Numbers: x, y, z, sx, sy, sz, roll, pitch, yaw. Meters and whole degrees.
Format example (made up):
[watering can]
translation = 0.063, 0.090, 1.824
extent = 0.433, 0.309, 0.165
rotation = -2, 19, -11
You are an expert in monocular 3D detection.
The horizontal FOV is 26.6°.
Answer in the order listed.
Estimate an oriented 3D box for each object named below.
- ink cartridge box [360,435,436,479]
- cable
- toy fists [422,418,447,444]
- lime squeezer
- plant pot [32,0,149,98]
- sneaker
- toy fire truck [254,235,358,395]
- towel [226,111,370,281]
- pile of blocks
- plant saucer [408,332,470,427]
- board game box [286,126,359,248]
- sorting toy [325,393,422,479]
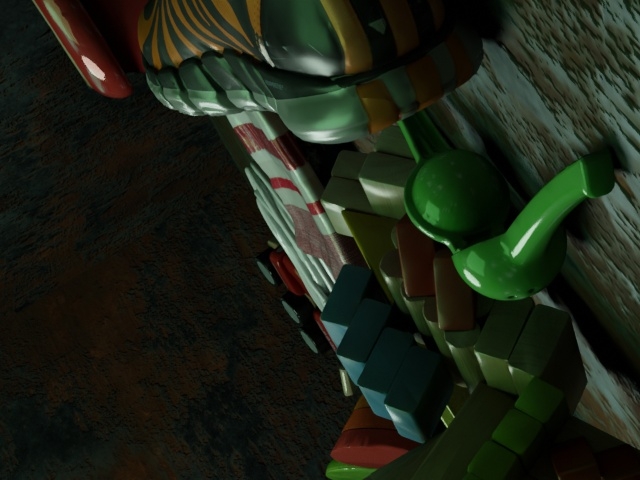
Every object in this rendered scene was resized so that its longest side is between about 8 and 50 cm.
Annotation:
[ink cartridge box]
translation = 0.073, 0.264, 1.178
extent = 0.131, 0.306, 0.226
rotation = 58, 177, 7
[cable]
translation = 0.000, 0.000, 1.696
extent = 0.257, 0.089, 0.257
rotation = 59, 177, -8
[toy fists]
translation = 0.188, 0.315, 1.805
extent = 0.279, 0.096, 0.142
rotation = 57, 164, 38
[lime squeezer]
translation = 0.070, -0.032, 0.681
extent = 0.110, 0.059, 0.310
rotation = 59, 177, -25
[plant pot]
translation = -0.134, -0.212, 1.016
extent = 0.191, 0.174, 0.191
rotation = 56, 175, 8
[sneaker]
translation = -0.039, -0.161, 0.676
extent = 0.321, 0.125, 0.180
rotation = 19, 138, 63
[toy fire truck]
translation = 0.021, 0.102, 1.974
extent = 0.217, 0.158, 0.246
rotation = 60, 164, -26
[towel]
translation = -0.062, -0.108, 1.321
extent = 0.329, 0.037, 0.237
rotation = 59, 175, -13
[pile of blocks]
translation = 0.072, 0.067, 0.756
extent = 0.362, 0.149, 0.112
rotation = 56, 176, 37
[plant saucer]
translation = 0.152, 0.176, 1.456
extent = 0.188, 0.045, 0.188
rotation = 57, 177, 9
[board game box]
translation = -0.028, -0.117, 1.403
extent = 0.243, 0.042, 0.165
rotation = 59, 175, -24
[sorting toy]
translation = 0.075, 0.255, 1.803
extent = 0.365, 0.127, 0.126
rotation = 93, -178, -70
